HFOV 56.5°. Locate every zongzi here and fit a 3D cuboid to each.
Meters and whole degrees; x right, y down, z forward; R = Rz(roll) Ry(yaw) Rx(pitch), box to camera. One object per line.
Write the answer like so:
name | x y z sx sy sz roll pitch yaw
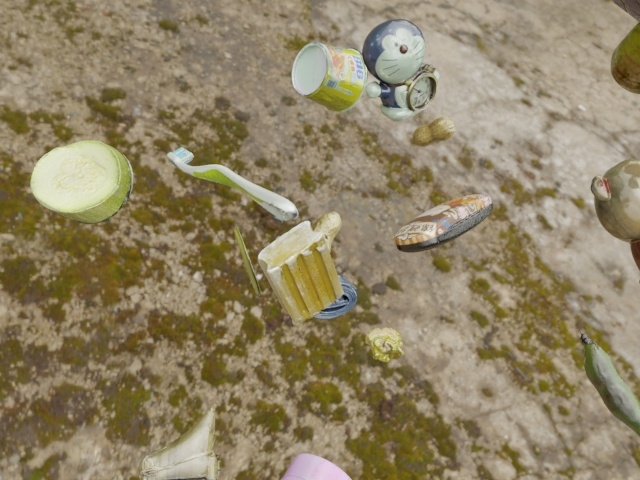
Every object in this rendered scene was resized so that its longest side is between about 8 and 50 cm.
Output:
zongzi | -0.346 0.510 1.468 0.195 0.099 0.197 2 71 -15

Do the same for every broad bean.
broad bean | 0.773 0.393 1.575 0.338 0.077 0.061 61 11 13

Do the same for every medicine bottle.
medicine bottle | -0.048 0.559 1.145 0.152 0.152 0.254 33 49 5

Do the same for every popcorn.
popcorn | 0.181 0.291 1.676 0.109 0.097 0.089 43 3 -1

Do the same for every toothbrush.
toothbrush | -0.098 -0.059 0.592 0.026 0.022 0.263 -37 36 -18

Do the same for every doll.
doll | 0.714 -0.020 1.265 0.235 0.174 0.329 -16 74 -30

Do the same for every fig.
fig | 0.654 -0.294 1.075 0.151 0.151 0.259 -21 61 -37

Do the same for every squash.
squash | -0.577 -0.155 1.446 0.220 0.133 0.220 -2 75 6

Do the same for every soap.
soap | -0.045 0.093 1.562 0.173 0.274 0.089 -36 51 -13

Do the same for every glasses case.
glasses case | 0.308 -0.045 1.466 0.321 0.122 0.082 -26 104 -40

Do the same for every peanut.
peanut | 0.398 -0.381 2.098 0.089 0.193 0.089 7 79 -39
peanut | 0.000 0.000 2.169 0.110 0.120 0.236 34 87 -5

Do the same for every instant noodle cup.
instant noodle cup | 0.020 -0.492 1.785 0.153 0.205 0.205 1 49 -45

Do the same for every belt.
belt | 0.034 0.192 2.023 0.190 0.141 0.082 -2 27 -23

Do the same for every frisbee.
frisbee | -0.235 0.066 1.902 0.017 0.236 0.235 -20 59 -8

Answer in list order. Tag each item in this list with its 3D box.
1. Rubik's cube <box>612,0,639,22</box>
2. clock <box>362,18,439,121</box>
Rubik's cube | 0.753 -0.600 1.238 0.319 0.318 0.264 -19 30 -36
clock | 0.190 -0.424 1.479 0.200 0.243 0.146 -32 43 -12
